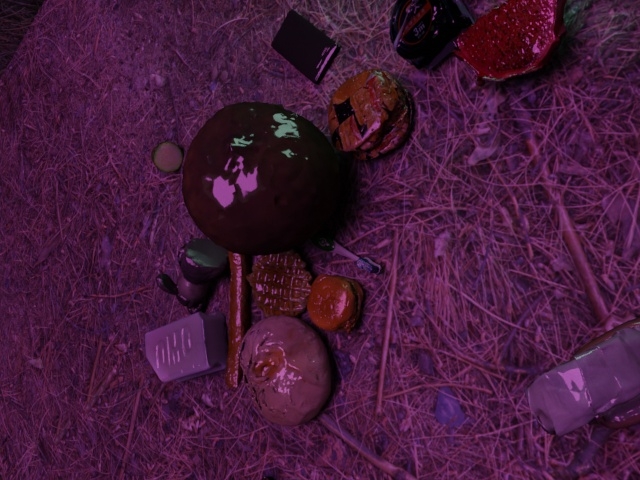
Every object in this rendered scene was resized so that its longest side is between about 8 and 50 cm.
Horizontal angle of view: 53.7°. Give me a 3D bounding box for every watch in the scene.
[{"bbox_3d":[0.472,0.231,1.054,0.253,0.241,0.162,-42,57,28],"label":"watch"}]

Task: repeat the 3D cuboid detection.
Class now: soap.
[{"bbox_3d":[-0.402,0.324,1.890,0.289,0.095,0.173,-23,68,36],"label":"soap"}]

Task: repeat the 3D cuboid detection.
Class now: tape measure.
[{"bbox_3d":[0.247,-0.497,1.445,0.182,0.107,0.181,-37,63,49],"label":"tape measure"}]

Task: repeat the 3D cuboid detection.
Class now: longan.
[{"bbox_3d":[-0.142,-0.152,1.545,0.390,0.391,0.392,-8,78,40],"label":"longan"}]

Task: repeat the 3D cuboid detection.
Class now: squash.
[{"bbox_3d":[-0.532,-0.286,2.111,0.132,0.105,0.105,23,99,53],"label":"squash"}]

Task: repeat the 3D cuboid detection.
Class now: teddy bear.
[{"bbox_3d":[-0.386,0.095,1.874,0.251,0.171,0.144,-48,36,32],"label":"teddy bear"}]

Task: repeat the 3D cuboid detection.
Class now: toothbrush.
[{"bbox_3d":[0.004,0.001,1.636,0.417,0.040,0.042,29,104,44],"label":"toothbrush"}]

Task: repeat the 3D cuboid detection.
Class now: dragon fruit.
[{"bbox_3d":[0.413,-0.401,1.293,0.274,0.126,0.161,-27,75,50],"label":"dragon fruit"}]

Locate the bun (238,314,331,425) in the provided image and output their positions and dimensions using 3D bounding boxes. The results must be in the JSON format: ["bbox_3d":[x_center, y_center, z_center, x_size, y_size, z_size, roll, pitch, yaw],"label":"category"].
[{"bbox_3d":[-0.106,0.330,1.593,0.287,0.146,0.288,2,93,39],"label":"bun"}]

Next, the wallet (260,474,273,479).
[{"bbox_3d":[-0.132,0.775,1.615,0.221,0.071,0.263,34,102,44],"label":"wallet"}]

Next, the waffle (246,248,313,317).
[{"bbox_3d":[-0.106,0.117,1.693,0.214,0.054,0.208,-47,57,29],"label":"waffle"}]

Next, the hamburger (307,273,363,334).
[{"bbox_3d":[0.035,0.155,1.550,0.147,0.083,0.138,18,99,44],"label":"hamburger"}]

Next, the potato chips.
[{"bbox_3d":[-0.231,0.206,1.776,0.057,0.080,0.408,-5,78,24],"label":"potato chips"}]

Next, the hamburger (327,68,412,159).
[{"bbox_3d":[0.115,-0.309,1.541,0.230,0.106,0.231,-16,68,44],"label":"hamburger"}]

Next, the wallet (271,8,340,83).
[{"bbox_3d":[-0.049,-0.544,1.767,0.244,0.025,0.124,48,114,34],"label":"wallet"}]
